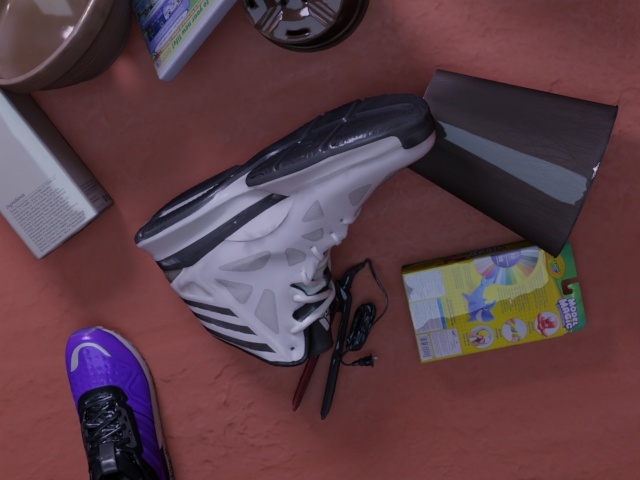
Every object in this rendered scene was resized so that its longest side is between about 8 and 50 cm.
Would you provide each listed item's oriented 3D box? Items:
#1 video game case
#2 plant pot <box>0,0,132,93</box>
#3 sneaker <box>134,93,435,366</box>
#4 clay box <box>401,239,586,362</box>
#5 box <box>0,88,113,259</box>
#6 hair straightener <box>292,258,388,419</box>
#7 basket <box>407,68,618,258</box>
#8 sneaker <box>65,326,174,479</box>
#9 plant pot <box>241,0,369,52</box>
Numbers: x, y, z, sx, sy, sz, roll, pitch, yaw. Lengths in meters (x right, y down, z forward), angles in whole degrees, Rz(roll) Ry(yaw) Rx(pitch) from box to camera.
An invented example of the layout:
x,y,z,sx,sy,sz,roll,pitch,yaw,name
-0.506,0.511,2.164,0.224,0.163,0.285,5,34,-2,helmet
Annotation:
x,y,z,sx,sy,sz,roll,pitch,yaw,name
-0.164,-0.333,1.576,0.212,0.023,0.193,-44,58,38,video game case
-0.314,-0.277,1.627,0.237,0.237,0.110,-47,135,12,plant pot
0.000,0.000,1.635,0.447,0.169,0.257,-25,106,33,sneaker
0.227,0.075,1.705,0.222,0.053,0.127,-12,101,6,clay box
-0.403,-0.118,1.703,0.113,0.094,0.275,-35,96,12,box
0.037,0.136,1.747,0.089,0.047,0.230,20,99,1,hair straightener
0.225,-0.113,1.619,0.227,0.154,0.204,21,90,5,basket
-0.272,0.262,1.745,0.102,0.146,0.293,-17,100,9,sneaker
-0.027,-0.308,1.590,0.167,0.165,0.167,1,102,6,plant pot
